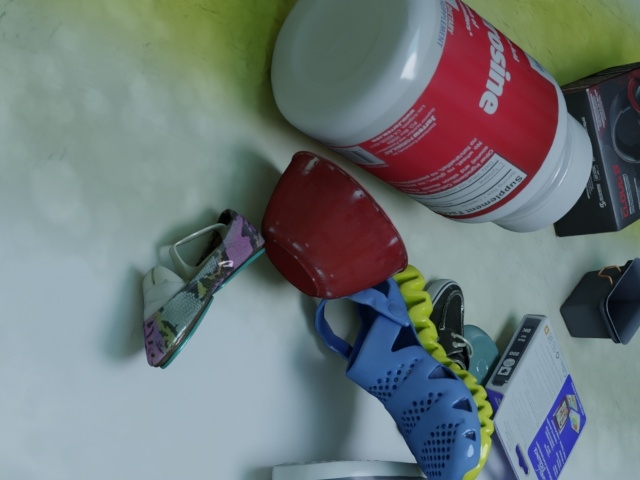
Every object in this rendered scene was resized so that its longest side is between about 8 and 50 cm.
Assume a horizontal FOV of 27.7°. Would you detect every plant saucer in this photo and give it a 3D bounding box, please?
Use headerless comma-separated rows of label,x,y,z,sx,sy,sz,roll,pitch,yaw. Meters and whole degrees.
plant saucer,0.211,0.172,1.749,0.119,0.021,0.119,9,78,-47

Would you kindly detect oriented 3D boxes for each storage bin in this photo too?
storage bin,0.423,0.088,1.939,0.135,0.091,0.098,-46,117,-42

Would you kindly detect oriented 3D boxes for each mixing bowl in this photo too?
mixing bowl,0.000,0.000,1.455,0.098,0.181,0.181,-44,118,-17

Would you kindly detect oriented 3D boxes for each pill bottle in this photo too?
pill bottle,0.152,-0.159,1.579,0.408,0.229,0.229,27,65,-42

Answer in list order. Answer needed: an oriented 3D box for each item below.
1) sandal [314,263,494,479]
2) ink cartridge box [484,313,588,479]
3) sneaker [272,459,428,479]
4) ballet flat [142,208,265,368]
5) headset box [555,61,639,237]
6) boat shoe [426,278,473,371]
sandal,0.086,0.154,1.486,0.138,0.126,0.317,6,38,-33
ink cartridge box,0.290,0.246,1.791,0.208,0.045,0.206,-54,130,-40
sneaker,0.073,0.318,1.503,0.321,0.126,0.127,14,72,-45
ballet flat,-0.137,0.042,1.363,0.079,0.077,0.221,47,46,-9
headset box,0.437,-0.141,1.971,0.293,0.110,0.218,-23,102,-47
boat shoe,0.161,0.151,1.661,0.078,0.070,0.219,33,62,-40
